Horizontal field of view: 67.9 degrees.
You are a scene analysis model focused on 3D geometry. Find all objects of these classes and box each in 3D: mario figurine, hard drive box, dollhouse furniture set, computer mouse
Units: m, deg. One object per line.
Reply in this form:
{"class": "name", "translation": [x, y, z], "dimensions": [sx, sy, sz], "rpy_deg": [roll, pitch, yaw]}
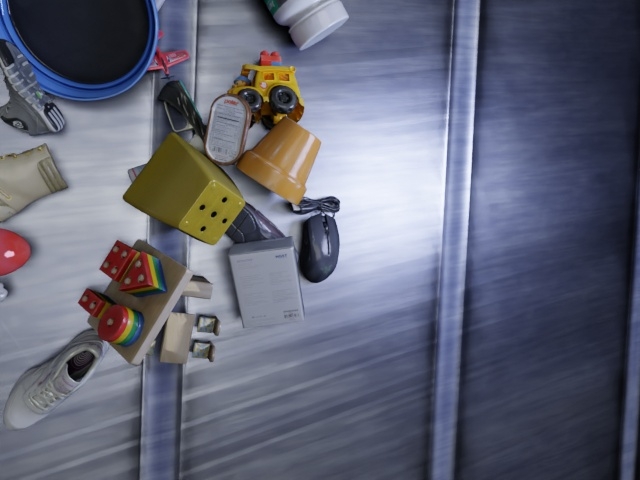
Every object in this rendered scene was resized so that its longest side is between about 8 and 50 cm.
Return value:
{"class": "mario figurine", "translation": [-0.863, 0.051, 1.135], "dimensions": [0.321, 0.170, 0.198], "rpy_deg": [-10, 133, -10]}
{"class": "hard drive box", "translation": [-0.149, 0.120, 1.351], "dimensions": [0.181, 0.089, 0.232], "rpy_deg": [-7, 111, 0]}
{"class": "dollhouse furniture set", "translation": [-0.376, 0.217, 1.285], "dimensions": [0.212, 0.161, 0.241], "rpy_deg": [10, 89, -21]}
{"class": "computer mouse", "translation": [0.000, 0.000, 1.453], "dimensions": [0.189, 0.072, 0.272], "rpy_deg": [-5, 97, -36]}

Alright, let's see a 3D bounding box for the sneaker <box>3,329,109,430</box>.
{"class": "sneaker", "translation": [-0.668, 0.352, 1.186], "dimensions": [0.305, 0.152, 0.114], "rpy_deg": [-47, 109, -11]}

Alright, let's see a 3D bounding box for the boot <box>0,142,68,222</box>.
{"class": "boot", "translation": [-0.769, -0.198, 1.149], "dimensions": [0.204, 0.095, 0.261], "rpy_deg": [-32, 105, -16]}

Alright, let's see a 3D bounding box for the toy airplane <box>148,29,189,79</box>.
{"class": "toy airplane", "translation": [-0.444, -0.512, 1.295], "dimensions": [0.151, 0.028, 0.151], "rpy_deg": [-1, 92, -22]}

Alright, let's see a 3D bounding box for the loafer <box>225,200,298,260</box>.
{"class": "loafer", "translation": [-0.190, -0.030, 1.398], "dimensions": [0.302, 0.095, 0.109], "rpy_deg": [41, 109, -14]}

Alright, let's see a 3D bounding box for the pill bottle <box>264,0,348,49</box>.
{"class": "pill bottle", "translation": [-0.083, -0.743, 1.330], "dimensions": [0.204, 0.204, 0.361], "rpy_deg": [-36, 104, -16]}

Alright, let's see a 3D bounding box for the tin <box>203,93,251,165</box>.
{"class": "tin", "translation": [-0.245, -0.291, 1.251], "dimensions": [0.106, 0.040, 0.189], "rpy_deg": [12, 104, -6]}

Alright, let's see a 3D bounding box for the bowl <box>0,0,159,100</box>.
{"class": "bowl", "translation": [-0.584, -0.538, 1.132], "dimensions": [0.392, 0.077, 0.390], "rpy_deg": [-2, 117, -5]}

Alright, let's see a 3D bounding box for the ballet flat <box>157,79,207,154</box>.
{"class": "ballet flat", "translation": [-0.348, -0.307, 1.316], "dimensions": [0.096, 0.095, 0.280], "rpy_deg": [-36, 94, -6]}

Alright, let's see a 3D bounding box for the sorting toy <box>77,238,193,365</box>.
{"class": "sorting toy", "translation": [-0.481, 0.133, 1.186], "dimensions": [0.089, 0.256, 0.257], "rpy_deg": [39, 77, -50]}

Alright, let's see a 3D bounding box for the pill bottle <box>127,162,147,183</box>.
{"class": "pill bottle", "translation": [-0.428, -0.177, 1.286], "dimensions": [0.160, 0.087, 0.087], "rpy_deg": [-24, 101, -18]}

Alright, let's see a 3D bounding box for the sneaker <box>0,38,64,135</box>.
{"class": "sneaker", "translation": [-0.736, -0.348, 1.130], "dimensions": [0.132, 0.086, 0.228], "rpy_deg": [-14, 123, 11]}

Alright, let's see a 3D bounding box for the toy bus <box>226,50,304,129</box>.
{"class": "toy bus", "translation": [-0.170, -0.435, 1.353], "dimensions": [0.221, 0.149, 0.211], "rpy_deg": [-5, 81, -18]}

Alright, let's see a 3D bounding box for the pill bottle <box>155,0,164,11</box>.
{"class": "pill bottle", "translation": [-0.522, -0.707, 1.185], "dimensions": [0.283, 0.160, 0.160], "rpy_deg": [30, 82, -19]}

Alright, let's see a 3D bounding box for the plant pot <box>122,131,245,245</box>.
{"class": "plant pot", "translation": [-0.324, -0.109, 1.213], "dimensions": [0.212, 0.187, 0.212], "rpy_deg": [-54, 147, -1]}

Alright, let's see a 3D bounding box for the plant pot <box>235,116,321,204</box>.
{"class": "plant pot", "translation": [-0.100, -0.231, 1.327], "dimensions": [0.205, 0.205, 0.187], "rpy_deg": [31, 95, -20]}
